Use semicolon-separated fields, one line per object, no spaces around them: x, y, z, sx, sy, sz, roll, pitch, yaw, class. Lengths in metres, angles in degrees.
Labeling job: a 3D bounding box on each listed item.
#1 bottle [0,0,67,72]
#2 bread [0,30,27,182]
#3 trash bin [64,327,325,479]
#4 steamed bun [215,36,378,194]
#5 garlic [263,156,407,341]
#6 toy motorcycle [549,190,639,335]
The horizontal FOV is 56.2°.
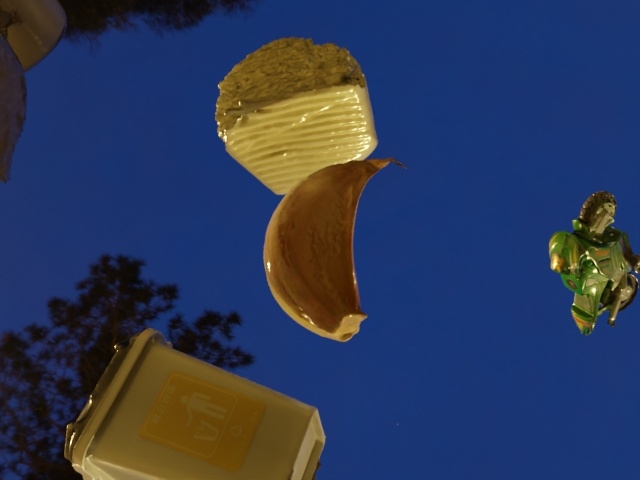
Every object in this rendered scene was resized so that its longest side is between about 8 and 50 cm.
-0.291;-0.227;0.418;0.110;0.233;0.110;-10;-128;14;bottle
-0.298;-0.113;0.275;0.102;0.337;0.183;7;-83;26;bread
-0.189;0.341;1.011;0.368;0.296;0.256;13;-125;15;trash bin
-0.043;-0.263;1.154;0.290;0.273;0.272;-14;-129;14;steamed bun
-0.005;-0.003;0.653;0.115;0.128;0.206;19;-103;-27;garlic
0.338;0.031;0.738;0.106;0.190;0.074;-36;-148;-7;toy motorcycle
